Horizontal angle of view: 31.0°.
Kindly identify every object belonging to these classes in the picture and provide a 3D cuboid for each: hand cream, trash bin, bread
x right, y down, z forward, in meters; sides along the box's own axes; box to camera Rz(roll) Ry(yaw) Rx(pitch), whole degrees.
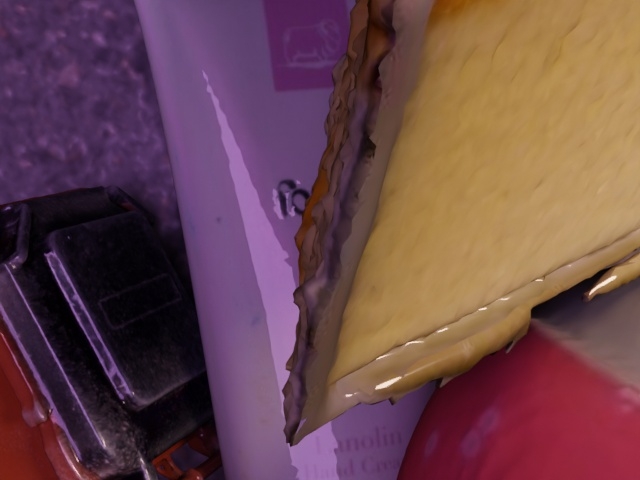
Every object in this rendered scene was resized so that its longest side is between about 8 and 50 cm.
[{"bbox_3d":[0.000,0.000,0.622,0.186,0.118,0.358,-6,92,-9],"label":"hand cream"},{"bbox_3d":[-0.183,0.099,0.657,0.239,0.161,0.184,-31,88,21],"label":"trash bin"},{"bbox_3d":[0.185,-0.136,0.416,0.405,0.242,0.345,-1,122,-4],"label":"bread"}]

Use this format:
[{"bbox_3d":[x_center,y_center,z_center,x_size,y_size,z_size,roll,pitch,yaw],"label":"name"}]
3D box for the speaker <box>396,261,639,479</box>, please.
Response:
[{"bbox_3d":[0.169,0.138,0.497,0.294,0.294,0.294,1,96,12],"label":"speaker"}]
